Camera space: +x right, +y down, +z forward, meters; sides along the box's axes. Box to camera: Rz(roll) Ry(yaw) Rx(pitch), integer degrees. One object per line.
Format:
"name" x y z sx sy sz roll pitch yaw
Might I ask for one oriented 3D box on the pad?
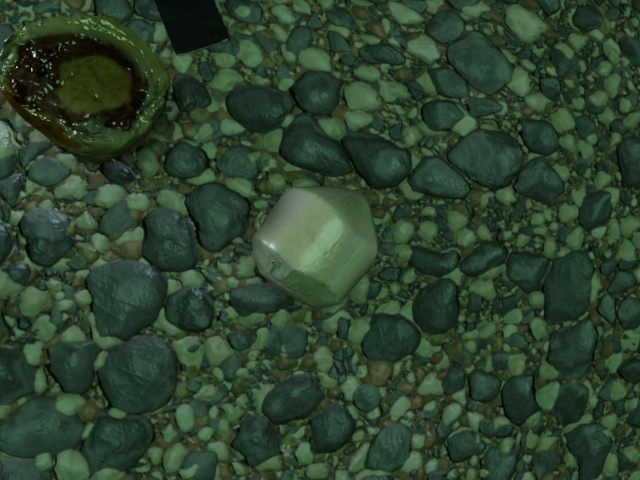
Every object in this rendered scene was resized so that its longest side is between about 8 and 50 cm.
"pad" -0.268 -0.472 1.107 0.116 0.004 0.193 -21 89 -14

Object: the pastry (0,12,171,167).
"pastry" -0.409 -0.257 0.974 0.256 0.170 0.236 37 57 -1

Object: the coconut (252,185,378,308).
"coconut" 0.000 0.000 1.009 0.224 0.224 0.234 30 79 -7
